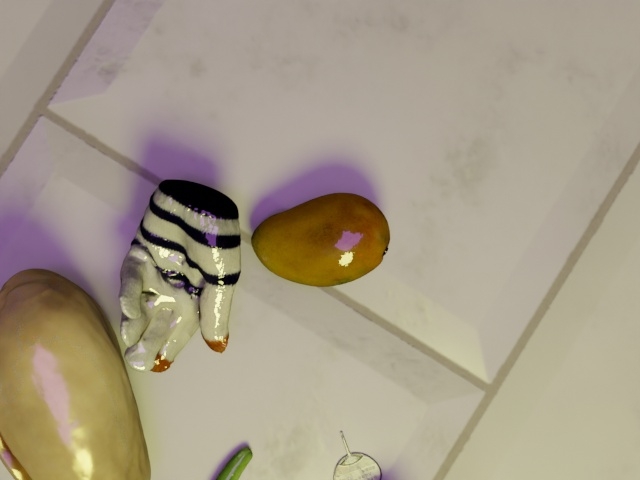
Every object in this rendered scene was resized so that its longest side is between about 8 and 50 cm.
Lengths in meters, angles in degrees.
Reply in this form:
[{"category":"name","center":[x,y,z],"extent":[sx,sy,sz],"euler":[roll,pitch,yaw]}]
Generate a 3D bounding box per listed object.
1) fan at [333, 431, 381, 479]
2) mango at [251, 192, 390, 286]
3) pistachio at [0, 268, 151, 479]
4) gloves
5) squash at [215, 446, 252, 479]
[{"category":"fan","center":[0.036,0.288,1.204],"extent":[0.080,0.003,0.060],"euler":[42,86,-3]},{"category":"mango","center":[0.004,0.004,1.164],"extent":[0.163,0.089,0.111],"euler":[-23,80,6]},{"category":"pistachio","center":[-0.294,0.177,1.102],"extent":[0.188,0.187,0.299],"euler":[-23,97,-4]},{"category":"gloves","center":[-0.172,0.049,1.142],"extent":[0.140,0.131,0.218],"euler":[12,114,-21]},{"category":"squash","center":[-0.113,0.293,1.184],"extent":[0.027,0.027,0.089],"euler":[31,86,-3]}]
